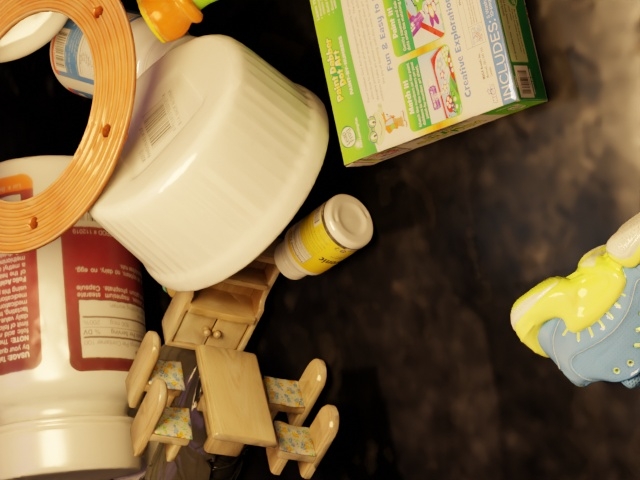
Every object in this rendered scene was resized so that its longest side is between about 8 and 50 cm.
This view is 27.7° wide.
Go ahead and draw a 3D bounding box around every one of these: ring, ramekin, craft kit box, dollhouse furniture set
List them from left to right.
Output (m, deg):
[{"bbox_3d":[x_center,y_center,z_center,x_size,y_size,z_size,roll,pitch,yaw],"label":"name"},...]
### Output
[{"bbox_3d":[-0.320,-0.149,1.457,0.336,0.032,0.337,-8,76,36],"label":"ring"},{"bbox_3d":[-0.137,-0.094,1.432,0.277,0.135,0.277,-30,38,27],"label":"ramekin"},{"bbox_3d":[-0.095,0.122,1.466,0.161,0.212,0.242,-62,28,31],"label":"dollhouse furniture set"},{"bbox_3d":[0.097,-0.225,1.326,0.246,0.061,0.250,-16,83,44],"label":"craft kit box"}]

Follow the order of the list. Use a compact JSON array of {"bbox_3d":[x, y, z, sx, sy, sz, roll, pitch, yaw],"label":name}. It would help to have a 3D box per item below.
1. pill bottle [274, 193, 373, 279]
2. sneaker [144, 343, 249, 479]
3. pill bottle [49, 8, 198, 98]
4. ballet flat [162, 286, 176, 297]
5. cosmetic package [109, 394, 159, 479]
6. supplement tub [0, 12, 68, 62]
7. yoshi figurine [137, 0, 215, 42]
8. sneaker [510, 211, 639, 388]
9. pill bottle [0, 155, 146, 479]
[{"bbox_3d":[0.000,0.000,1.448,0.116,0.065,0.065,-34,71,44],"label":"pill bottle"},{"bbox_3d":[-0.145,0.267,1.614,0.130,0.109,0.286,2,98,41],"label":"sneaker"},{"bbox_3d":[-0.231,-0.224,1.623,0.221,0.124,0.124,20,109,43],"label":"pill bottle"},{"bbox_3d":[-0.165,-0.043,1.629,0.073,0.080,0.232,-3,96,19],"label":"ballet flat"},{"bbox_3d":[-0.254,0.282,1.758,0.239,0.060,0.099,55,129,27],"label":"cosmetic package"},{"bbox_3d":[-0.428,-0.373,1.669,0.316,0.228,0.228,-117,37,-64],"label":"supplement tub"},{"bbox_3d":[-0.078,-0.390,1.383,0.362,0.203,0.203,-33,93,13],"label":"yoshi figurine"},{"bbox_3d":[0.286,0.052,1.152,0.126,0.091,0.240,54,132,4],"label":"sneaker"},{"bbox_3d":[-0.335,0.108,1.661,0.224,0.224,0.392,-22,68,46],"label":"pill bottle"}]
